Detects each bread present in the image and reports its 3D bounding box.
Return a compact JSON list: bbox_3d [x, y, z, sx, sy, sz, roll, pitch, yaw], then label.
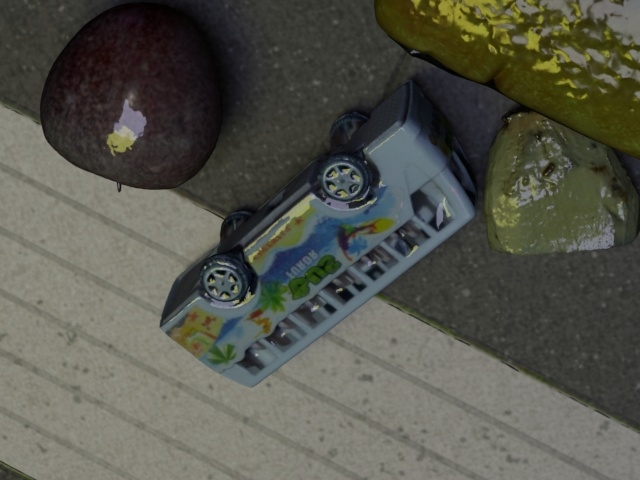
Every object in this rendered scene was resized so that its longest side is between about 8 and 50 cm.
[{"bbox_3d":[0.223,-0.205,1.210,0.376,0.208,0.251,29,112,6],"label":"bread"}]

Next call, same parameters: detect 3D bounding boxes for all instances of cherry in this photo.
[{"bbox_3d":[-0.168,-0.129,1.370,0.176,0.140,0.176,4,100,22],"label":"cherry"}]

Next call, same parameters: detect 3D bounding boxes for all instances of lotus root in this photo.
[{"bbox_3d":[0.205,-0.053,1.341,0.143,0.070,0.144,-12,108,18],"label":"lotus root"}]

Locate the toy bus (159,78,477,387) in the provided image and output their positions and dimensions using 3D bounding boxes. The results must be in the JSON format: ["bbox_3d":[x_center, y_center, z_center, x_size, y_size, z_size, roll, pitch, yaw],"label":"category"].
[{"bbox_3d":[0.000,0.000,1.401,0.329,0.109,0.136,-39,108,25],"label":"toy bus"}]
